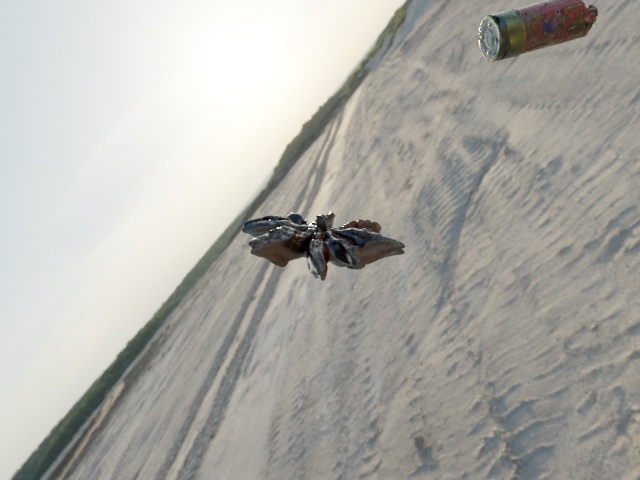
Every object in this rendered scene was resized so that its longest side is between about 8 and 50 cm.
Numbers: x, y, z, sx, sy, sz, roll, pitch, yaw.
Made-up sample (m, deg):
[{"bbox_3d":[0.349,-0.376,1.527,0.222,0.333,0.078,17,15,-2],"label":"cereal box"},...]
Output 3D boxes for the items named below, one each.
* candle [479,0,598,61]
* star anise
[{"bbox_3d":[0.245,-0.237,0.537,0.131,0.051,0.052,-16,7,-6],"label":"candle"},{"bbox_3d":[0.001,0.000,0.844,0.288,0.289,0.088,-76,-6,-69],"label":"star anise"}]
